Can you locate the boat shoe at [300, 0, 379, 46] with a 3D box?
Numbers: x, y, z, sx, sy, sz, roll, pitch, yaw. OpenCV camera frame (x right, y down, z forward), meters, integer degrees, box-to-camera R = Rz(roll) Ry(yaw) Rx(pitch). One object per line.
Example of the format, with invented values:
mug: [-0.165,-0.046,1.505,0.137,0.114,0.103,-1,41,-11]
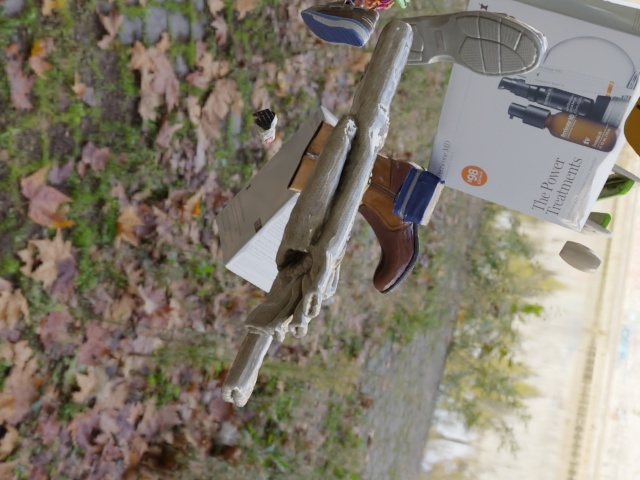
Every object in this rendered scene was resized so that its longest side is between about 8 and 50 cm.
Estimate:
boat shoe: [0.037,-0.385,1.326,0.066,0.183,0.066,-49,135,-8]

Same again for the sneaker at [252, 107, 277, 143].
sneaker: [-0.128,-0.273,1.857,0.161,0.057,0.075,-121,-169,-68]

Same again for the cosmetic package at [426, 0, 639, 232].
cosmetic package: [0.342,-0.211,1.199,0.377,0.284,0.097,96,21,-48]

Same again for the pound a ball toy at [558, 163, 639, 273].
pound a ball toy: [0.517,-0.057,1.539,0.208,0.135,0.319,-60,174,6]

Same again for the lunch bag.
lunch bag: [0.163,-0.073,1.301,0.099,0.065,0.067,-66,163,4]

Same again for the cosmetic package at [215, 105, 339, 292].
cosmetic package: [-0.055,-0.091,1.739,0.156,0.385,0.217,32,21,-31]

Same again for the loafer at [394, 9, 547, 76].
loafer: [0.104,-0.145,0.539,0.039,0.125,0.045,-39,131,-40]

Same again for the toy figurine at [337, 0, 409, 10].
toy figurine: [0.112,-0.569,1.764,0.130,0.159,0.173,46,33,-42]

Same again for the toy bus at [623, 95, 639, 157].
toy bus: [0.464,-0.063,0.786,0.130,0.108,0.333,-65,-150,26]

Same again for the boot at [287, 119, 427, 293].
boot: [0.070,-0.057,1.450,0.264,0.280,0.096,-66,-161,9]

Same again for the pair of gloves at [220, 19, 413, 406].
pair of gloves: [0.000,0.000,0.504,0.240,0.042,0.204,116,-1,-60]
